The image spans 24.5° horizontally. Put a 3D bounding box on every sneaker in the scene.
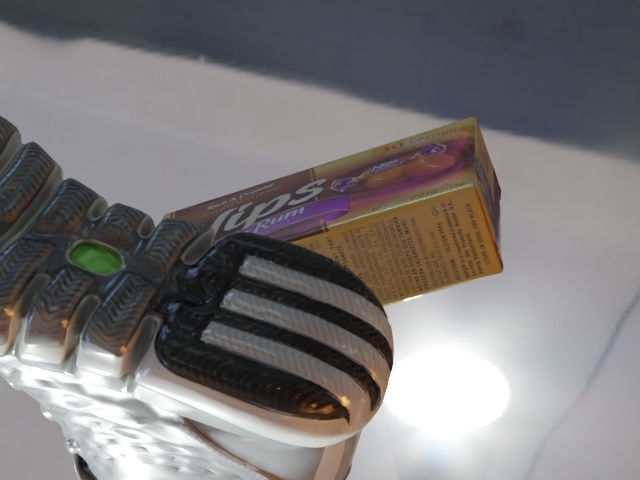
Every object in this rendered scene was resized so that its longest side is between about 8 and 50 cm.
[{"bbox_3d":[-0.092,0.041,0.483,0.228,0.132,0.086,24,-132,15],"label":"sneaker"}]

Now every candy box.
[{"bbox_3d":[0.000,0.000,0.770,0.186,0.053,0.109,-15,-160,13],"label":"candy box"}]
